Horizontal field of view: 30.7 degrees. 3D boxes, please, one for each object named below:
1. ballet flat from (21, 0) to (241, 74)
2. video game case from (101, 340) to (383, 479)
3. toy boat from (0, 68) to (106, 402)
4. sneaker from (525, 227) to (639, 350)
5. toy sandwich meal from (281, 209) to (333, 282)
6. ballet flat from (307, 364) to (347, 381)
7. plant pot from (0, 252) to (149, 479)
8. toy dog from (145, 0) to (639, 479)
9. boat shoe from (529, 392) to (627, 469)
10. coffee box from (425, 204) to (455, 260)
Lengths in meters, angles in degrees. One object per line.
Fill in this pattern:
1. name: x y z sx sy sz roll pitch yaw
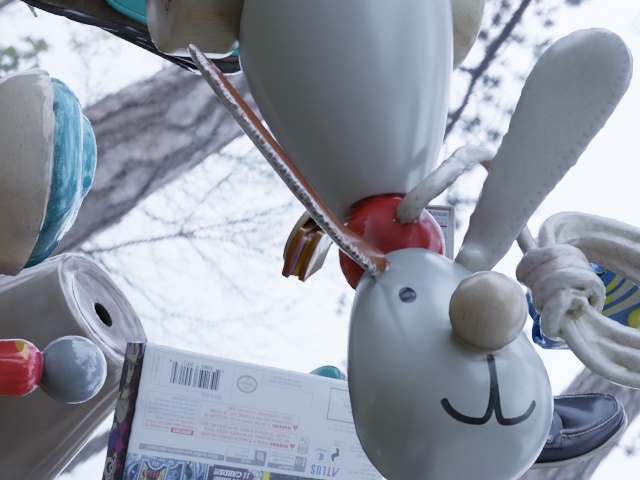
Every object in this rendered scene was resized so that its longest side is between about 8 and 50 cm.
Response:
1. ballet flat: -0.173 -0.193 0.850 0.280 0.095 0.096 29 -15 -19
2. video game case: -0.058 0.200 0.905 0.232 0.210 0.042 14 -10 -30
3. toy boat: -0.285 0.001 1.158 0.267 0.148 0.318 155 -63 -63
4. sneaker: 0.290 0.059 1.217 0.126 0.091 0.240 0 -36 -11
5. toy sandwich meal: 0.000 0.000 0.942 0.029 0.085 0.085 34 -41 20
6. ballet flat: -0.030 0.228 1.314 0.073 0.206 0.067 9 -48 36
7. plant pot: -0.388 0.170 1.538 0.280 0.323 0.323 -33 -79 11
8. toy dog: 0.034 -0.078 0.486 0.333 0.220 0.161 51 -36 30
9. boat shoe: 0.201 0.177 1.127 0.075 0.206 0.065 -115 -164 -58
10. coffee box: 0.090 0.097 1.265 0.098 0.246 0.141 4 -23 1
